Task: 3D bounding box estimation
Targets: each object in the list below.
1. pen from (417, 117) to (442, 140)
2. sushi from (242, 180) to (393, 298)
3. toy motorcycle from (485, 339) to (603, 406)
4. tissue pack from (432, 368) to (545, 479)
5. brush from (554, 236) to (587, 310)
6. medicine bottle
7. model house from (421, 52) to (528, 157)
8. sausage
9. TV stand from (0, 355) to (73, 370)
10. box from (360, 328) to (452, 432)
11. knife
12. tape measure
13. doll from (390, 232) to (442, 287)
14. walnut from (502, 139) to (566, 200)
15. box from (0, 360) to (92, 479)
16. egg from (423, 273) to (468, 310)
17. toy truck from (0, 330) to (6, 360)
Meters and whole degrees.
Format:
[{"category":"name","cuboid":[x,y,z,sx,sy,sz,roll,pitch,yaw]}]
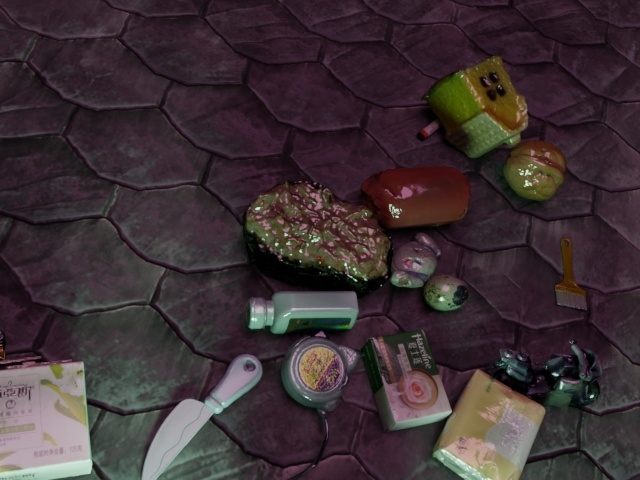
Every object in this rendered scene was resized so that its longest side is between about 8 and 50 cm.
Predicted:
[{"category":"pen","cuboid":[0.345,-0.336,2.128,0.239,0.028,0.028,-37,76,-29]},{"category":"sushi","cuboid":[0.000,0.000,1.758,0.350,0.170,0.210,26,60,0]},{"category":"toy motorcycle","cuboid":[0.512,0.292,1.751,0.271,0.159,0.106,15,37,-9]},{"category":"tissue pack","cuboid":[0.360,0.412,1.676,0.186,0.090,0.222,32,58,6]},{"category":"brush","cuboid":[0.626,0.079,1.986,0.083,0.011,0.205,11,58,-9]},{"category":"medicine bottle","cuboid":[-0.042,0.154,1.687,0.229,0.121,0.083,2,62,-15]},{"category":"model house","cuboid":[0.407,-0.328,2.029,0.175,0.193,0.234,-21,85,-29]},{"category":"sausage","cuboid":[0.231,-0.104,1.895,0.280,0.152,0.152,-4,63,-17]},{"category":"TV stand","cuboid":[-0.606,0.255,1.521,0.249,0.036,0.042,-5,62,-18]},{"category":"box","cuboid":[0.181,0.300,1.696,0.135,0.081,0.198,-8,66,-20]},{"category":"knife","cuboid":[-0.247,0.346,1.576,0.080,0.044,0.331,44,63,8]},{"category":"tape measure","cuboid":[-0.040,0.343,1.615,0.164,0.084,0.330,29,65,1]},{"category":"doll","cuboid":[0.220,0.051,1.837,0.104,0.071,0.214,29,37,11]},{"category":"walnut","cuboid":[0.554,-0.184,2.039,0.167,0.149,0.166,-1,93,-15]},{"category":"box","cuboid":[-0.560,0.341,1.444,0.261,0.111,0.194,-6,63,-17]},{"category":"egg","cuboid":[0.291,0.122,1.822,0.110,0.085,0.085,14,59,-13]},{"category":"toy truck","cuboid":[-0.655,0.209,1.526,0.083,0.049,0.054,-2,63,-18]}]
